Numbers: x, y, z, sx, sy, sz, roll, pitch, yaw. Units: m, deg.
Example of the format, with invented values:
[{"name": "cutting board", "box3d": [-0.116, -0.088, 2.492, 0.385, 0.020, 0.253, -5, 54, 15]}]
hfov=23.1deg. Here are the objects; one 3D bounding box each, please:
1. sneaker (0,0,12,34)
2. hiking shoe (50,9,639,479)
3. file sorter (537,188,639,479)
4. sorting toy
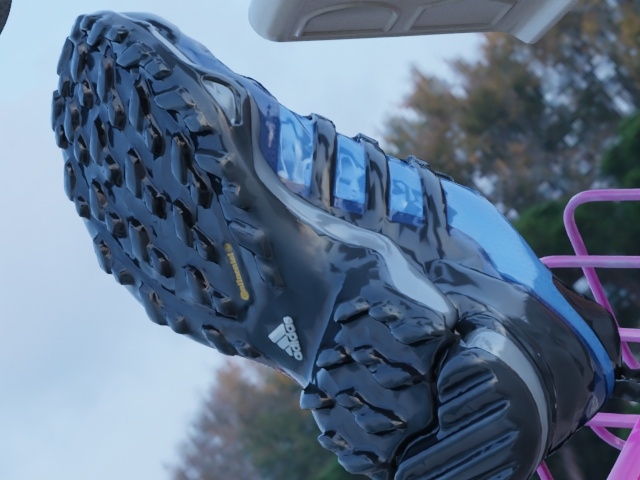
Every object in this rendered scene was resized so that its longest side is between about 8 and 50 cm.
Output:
[{"name": "sneaker", "box3d": [-0.133, -0.117, 0.514, 0.054, 0.061, 0.152, -11, -47, -26]}, {"name": "hiking shoe", "box3d": [0.000, 0.000, 0.703, 0.132, 0.304, 0.113, -17, -37, -49]}, {"name": "file sorter", "box3d": [0.200, 0.126, 0.993, 0.182, 0.202, 0.290, -1, 40, 41]}, {"name": "sorting toy", "box3d": [0.079, -0.196, 1.075, 0.229, 0.041, 0.307, 0, -10, -9]}]
